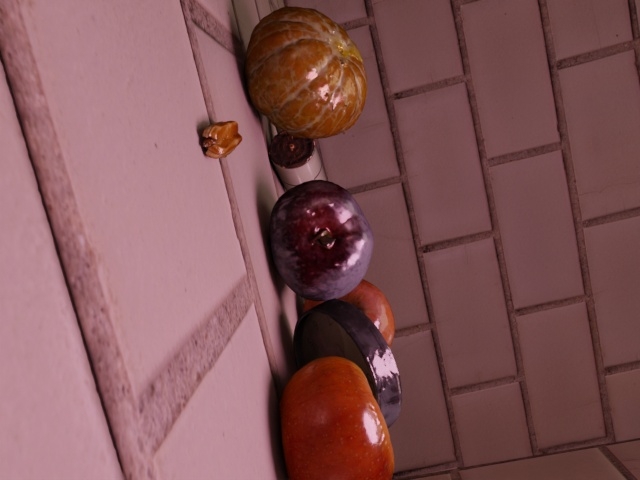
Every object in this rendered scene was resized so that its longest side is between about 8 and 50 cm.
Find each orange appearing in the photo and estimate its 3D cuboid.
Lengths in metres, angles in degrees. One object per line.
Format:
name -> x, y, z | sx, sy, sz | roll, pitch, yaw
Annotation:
orange -> -0.035, -0.397, 1.262 | 0.329, 0.249, 0.329 | 20, 56, -33

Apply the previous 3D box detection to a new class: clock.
clock -> 0.043, 0.255, 1.020 | 0.281, 0.055, 0.280 | 27, -55, 47

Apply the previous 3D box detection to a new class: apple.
apple -> 0.017, 0.315, 0.850 | 0.210, 0.173, 0.235 | 79, -8, -50
apple -> 0.065, 0.216, 1.307 | 0.253, 0.254, 0.253 | -12, 90, -85

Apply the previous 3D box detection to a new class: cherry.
cherry -> 0.000, 0.000, 1.110 | 0.296, 0.218, 0.255 | 23, 48, -89

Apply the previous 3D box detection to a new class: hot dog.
hot dog -> -0.157, -0.156, 0.807 | 0.133, 0.041, 0.056 | -64, 142, -69

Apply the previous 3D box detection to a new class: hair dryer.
hair dryer -> -0.093, -0.310, 1.474 | 0.203, 0.128, 0.362 | 64, 7, -67
